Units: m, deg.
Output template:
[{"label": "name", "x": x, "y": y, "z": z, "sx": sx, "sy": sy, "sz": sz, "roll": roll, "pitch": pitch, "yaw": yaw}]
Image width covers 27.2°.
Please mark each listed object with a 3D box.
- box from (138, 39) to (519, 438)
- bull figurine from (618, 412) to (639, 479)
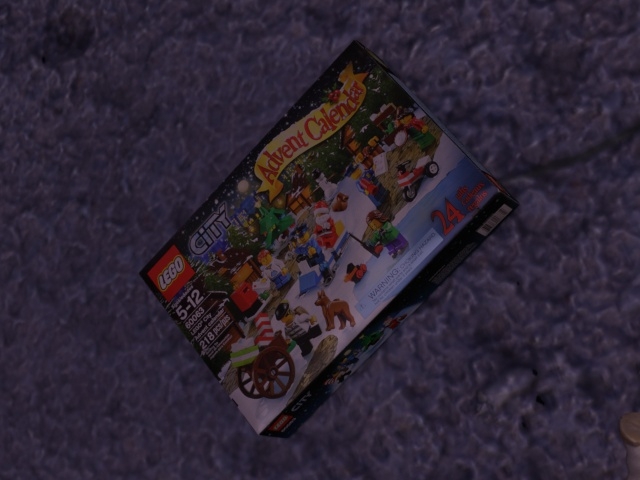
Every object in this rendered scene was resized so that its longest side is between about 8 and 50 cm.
[{"label": "box", "x": 0.000, "y": 0.000, "z": 0.916, "sx": 0.233, "sy": 0.044, "sz": 0.159, "roll": -47, "pitch": 63, "yaw": 12}, {"label": "bull figurine", "x": 0.189, "y": 0.217, "z": 0.723, "sx": 0.310, "sy": 0.101, "sz": 0.188, "roll": 30, "pitch": 132, "yaw": 21}]
